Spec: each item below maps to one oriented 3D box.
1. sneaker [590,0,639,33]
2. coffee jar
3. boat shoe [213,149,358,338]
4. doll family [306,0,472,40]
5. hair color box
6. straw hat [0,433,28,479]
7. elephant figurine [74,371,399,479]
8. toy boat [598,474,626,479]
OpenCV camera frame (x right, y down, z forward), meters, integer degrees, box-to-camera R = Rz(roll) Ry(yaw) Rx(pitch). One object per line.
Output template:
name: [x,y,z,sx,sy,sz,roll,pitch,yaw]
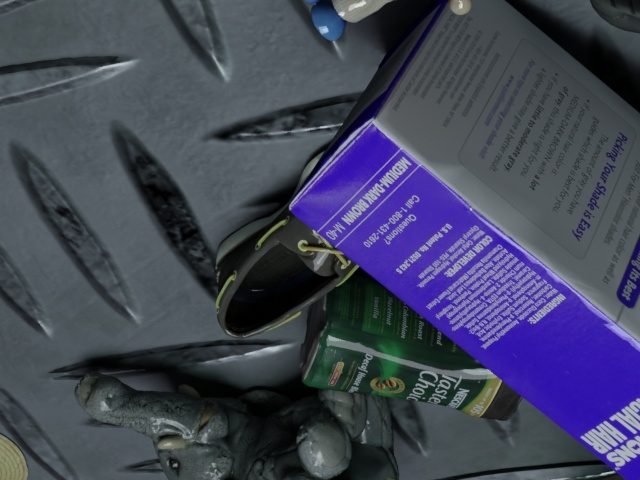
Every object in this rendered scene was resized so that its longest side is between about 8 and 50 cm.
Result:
sneaker: [0.319,-0.126,1.023,0.331,0.122,0.146,1,143,2]
coffee jar: [0.082,0.086,1.351,0.184,0.079,0.096,11,141,-8]
boat shoe: [0.000,0.000,1.261,0.081,0.068,0.228,27,137,-25]
doll family: [0.021,-0.249,0.936,0.163,0.118,0.263,-23,116,39]
hair color box: [0.165,0.007,1.078,0.339,0.185,0.110,38,134,-6]
straw hat: [-0.344,0.229,1.593,0.145,0.061,0.144,4,142,3]
elephant figurine: [-0.062,0.187,1.463,0.239,0.186,0.169,-5,-175,29]
toy boat: [0.296,0.226,1.214,0.268,0.148,0.318,16,139,8]
